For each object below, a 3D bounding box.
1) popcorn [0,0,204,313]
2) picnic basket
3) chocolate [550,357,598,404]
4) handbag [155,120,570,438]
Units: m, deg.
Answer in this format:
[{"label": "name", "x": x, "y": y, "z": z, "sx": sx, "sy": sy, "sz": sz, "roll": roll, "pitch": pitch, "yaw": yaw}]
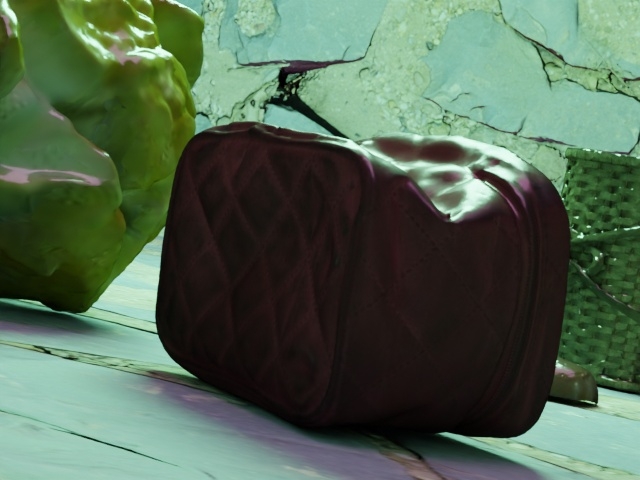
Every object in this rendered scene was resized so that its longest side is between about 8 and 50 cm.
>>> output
[{"label": "popcorn", "x": -0.213, "y": -0.070, "z": 1.085, "sx": 0.276, "sy": 0.277, "sz": 0.225, "roll": 11, "pitch": 11, "yaw": 27}, {"label": "picnic basket", "x": 0.268, "y": 0.029, "z": 1.441, "sx": 0.154, "sy": 0.196, "sz": 0.134, "roll": 11, "pitch": 3, "yaw": -45}, {"label": "chocolate", "x": 0.147, "y": 0.092, "z": 1.192, "sx": 0.100, "sy": 0.031, "sz": 0.064, "roll": 10, "pitch": -4, "yaw": 20}, {"label": "handbag", "x": 0.018, "y": 0.016, "z": 0.839, "sx": 0.135, "sy": 0.147, "sz": 0.225, "roll": 4, "pitch": 5, "yaw": -28}]
